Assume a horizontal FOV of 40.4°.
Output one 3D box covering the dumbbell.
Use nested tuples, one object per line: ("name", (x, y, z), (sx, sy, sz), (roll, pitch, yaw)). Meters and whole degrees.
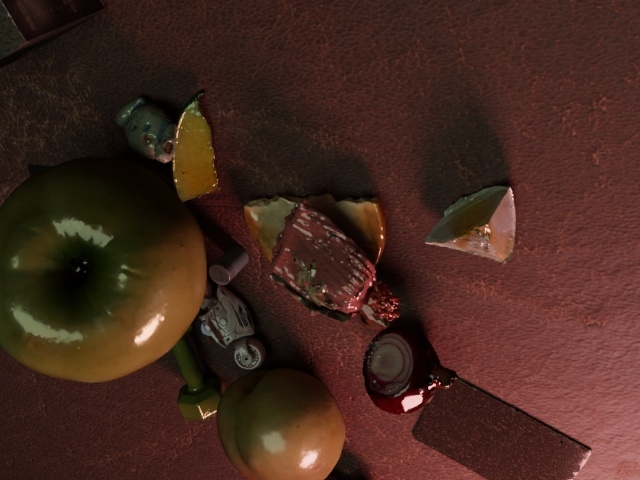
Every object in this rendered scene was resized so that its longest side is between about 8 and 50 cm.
("dumbbell", (-0.315, 0.280, 2.038), (0.108, 0.121, 0.302), (-16, 112, 4))

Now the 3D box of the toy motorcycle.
("toy motorcycle", (-0.206, 0.175, 1.932), (0.254, 0.112, 0.112), (50, 129, -4))

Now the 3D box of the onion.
("onion", (0.191, 0.264, 1.723), (0.198, 0.135, 0.173), (8, 87, 31))

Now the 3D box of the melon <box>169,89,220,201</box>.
("melon", (-0.255, -0.183, 1.759), (0.113, 0.053, 0.262), (15, 126, 11))

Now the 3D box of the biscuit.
("biscuit", (0.000, 0.000, 1.733), (0.308, 0.040, 0.205), (0, 118, 30))

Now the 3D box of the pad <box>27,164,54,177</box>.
("pad", (-0.610, -0.122, 2.023), (0.157, 0.003, 0.112), (7, 122, 26))

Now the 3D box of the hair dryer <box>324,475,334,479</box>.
("hair dryer", (-0.022, 0.591, 2.094), (0.361, 0.121, 0.301), (41, 139, 13))

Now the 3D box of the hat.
("hat", (0.025, 0.073, 1.668), (0.286, 0.107, 0.237), (37, 140, 11))

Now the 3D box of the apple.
("apple", (-0.444, 0.058, 1.740), (0.473, 0.473, 0.474), (14, 124, 21))

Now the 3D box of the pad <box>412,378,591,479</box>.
("pad", (0.369, 0.423, 1.812), (0.330, 0.004, 0.220), (28, 128, 11))

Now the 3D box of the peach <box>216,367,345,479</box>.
("peach", (-0.085, 0.417, 1.903), (0.292, 0.247, 0.292), (9, 112, 24))

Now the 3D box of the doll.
("doll", (-0.344, -0.222, 1.743), (0.104, 0.071, 0.214), (-55, 48, 9))

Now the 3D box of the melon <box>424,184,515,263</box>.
("melon", (0.283, -0.005, 1.543), (0.139, 0.093, 0.202), (46, 135, -13))

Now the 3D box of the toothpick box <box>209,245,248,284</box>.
("toothpick box", (-0.194, 0.052, 1.846), (0.052, 0.083, 0.052), (14, 124, 22))

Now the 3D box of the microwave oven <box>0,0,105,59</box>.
("microwave oven", (-0.687, -0.549, 1.653), (0.374, 0.236, 0.432), (-16, 110, 36))
